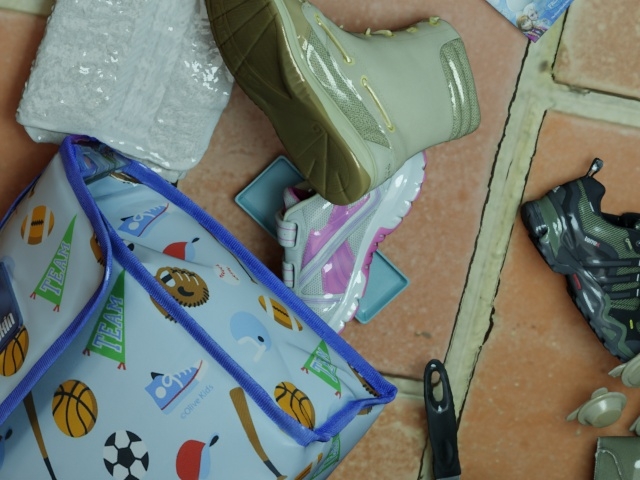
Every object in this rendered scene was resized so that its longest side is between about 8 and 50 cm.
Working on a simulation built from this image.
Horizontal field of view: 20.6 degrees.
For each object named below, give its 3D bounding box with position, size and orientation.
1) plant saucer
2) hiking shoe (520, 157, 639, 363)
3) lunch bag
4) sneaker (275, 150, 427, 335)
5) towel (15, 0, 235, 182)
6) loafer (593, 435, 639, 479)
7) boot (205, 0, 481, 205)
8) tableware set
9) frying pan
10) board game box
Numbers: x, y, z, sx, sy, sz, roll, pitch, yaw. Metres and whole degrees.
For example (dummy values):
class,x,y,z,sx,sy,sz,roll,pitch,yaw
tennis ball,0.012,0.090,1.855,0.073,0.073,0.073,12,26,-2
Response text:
class,x,y,z,sx,sy,sz,roll,pitch,yaw
plant saucer,0.003,-0.001,1.754,0.067,0.018,0.192,-43,108,9
hiking shoe,0.301,0.031,1.762,0.114,0.086,0.227,-34,111,6
lunch bag,-0.190,0.139,1.638,0.385,0.239,0.328,45,112,13
sneaker,0.000,0.000,1.699,0.111,0.103,0.252,26,98,-10
towel,-0.162,-0.203,1.648,0.187,0.049,0.282,17,107,-13
loafer,0.293,0.311,1.868,0.087,0.094,0.251,21,106,8
boot,0.025,-0.181,1.623,0.262,0.203,0.095,58,140,4
tableware set,0.342,0.154,1.800,0.168,0.020,0.141,10,132,-37
frying pan,0.116,0.291,1.853,0.197,0.053,0.326,-31,108,5
board game box,0.203,-0.252,1.685,0.090,0.020,0.090,38,102,-16
